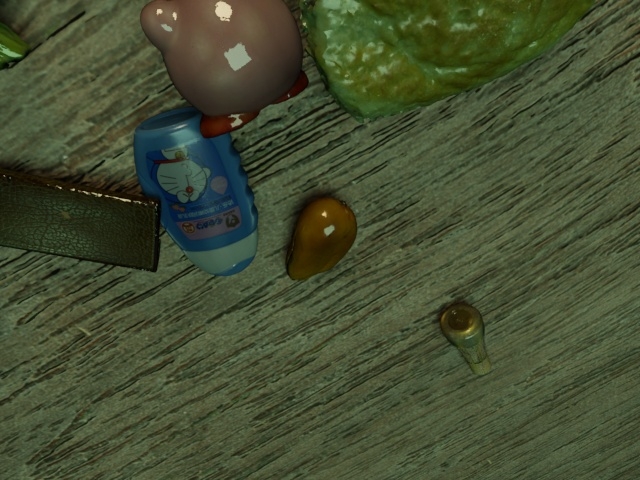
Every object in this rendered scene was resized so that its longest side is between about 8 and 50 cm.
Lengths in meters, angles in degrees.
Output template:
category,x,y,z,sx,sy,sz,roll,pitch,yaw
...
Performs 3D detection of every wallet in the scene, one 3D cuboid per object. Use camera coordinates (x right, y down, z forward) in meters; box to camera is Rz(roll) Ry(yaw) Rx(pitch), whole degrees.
category,x,y,z,sx,sy,sz,roll,pitch,yaw
wallet,-0.347,-0.028,0.708,0.243,0.039,0.132,11,126,-6

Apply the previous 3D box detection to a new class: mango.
category,x,y,z,sx,sy,sz,roll,pitch,yaw
mango,-0.001,-0.004,0.827,0.105,0.084,0.159,1,142,-35

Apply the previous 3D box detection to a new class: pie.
category,x,y,z,sx,sy,sz,roll,pitch,yaw
pie,0.163,-0.350,0.608,0.395,0.180,0.418,-8,130,-11

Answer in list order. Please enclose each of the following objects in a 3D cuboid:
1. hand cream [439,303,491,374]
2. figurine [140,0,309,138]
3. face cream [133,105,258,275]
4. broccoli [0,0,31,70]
category,x,y,z,sx,sy,sz,roll,pitch,yaw
hand cream,0.316,0.219,1.057,0.084,0.084,0.203,-31,129,4
figurine,-0.106,-0.231,0.603,0.173,0.173,0.173,-7,122,-12
face cream,-0.171,-0.056,0.741,0.149,0.083,0.263,-13,124,5
broccoli,-0.396,-0.239,0.533,0.155,0.167,0.160,-27,128,31
